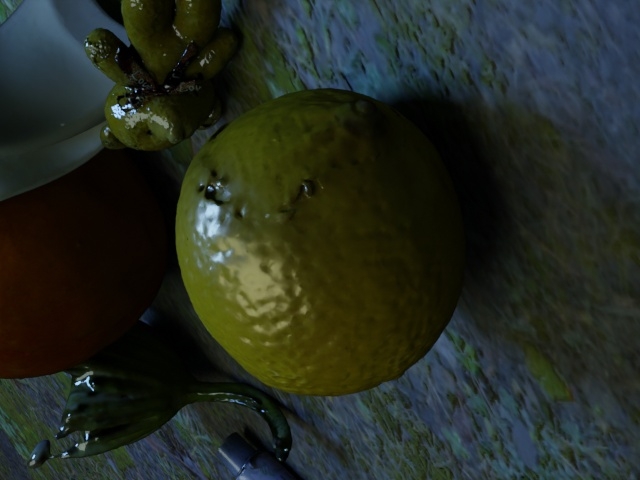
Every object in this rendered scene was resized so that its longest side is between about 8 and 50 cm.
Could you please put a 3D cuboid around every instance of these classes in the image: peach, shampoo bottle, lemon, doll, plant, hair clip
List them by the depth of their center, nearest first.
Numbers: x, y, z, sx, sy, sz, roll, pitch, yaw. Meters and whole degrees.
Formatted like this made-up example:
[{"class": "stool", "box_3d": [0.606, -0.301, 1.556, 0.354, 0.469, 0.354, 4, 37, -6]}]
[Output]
[{"class": "lemon", "box_3d": [0.002, 0.009, 0.797, 0.228, 0.228, 0.254, 9, 116, 47]}, {"class": "doll", "box_3d": [-0.141, -0.152, 0.907, 0.209, 0.137, 0.097, 105, 152, -57]}, {"class": "hair clip", "box_3d": [-0.296, -0.141, 1.001, 0.172, 0.282, 0.113, 42, 159, 13]}, {"class": "peach", "box_3d": [-0.362, 0.007, 1.175, 0.342, 0.301, 0.343, 31, 140, 31]}, {"class": "plant", "box_3d": [-0.189, 0.225, 1.336, 0.333, 0.251, 0.180, 13, 123, 5]}, {"class": "shampoo bottle", "box_3d": [-0.053, 0.347, 1.349, 0.214, 0.072, 0.072, 40, 146, 17]}]
